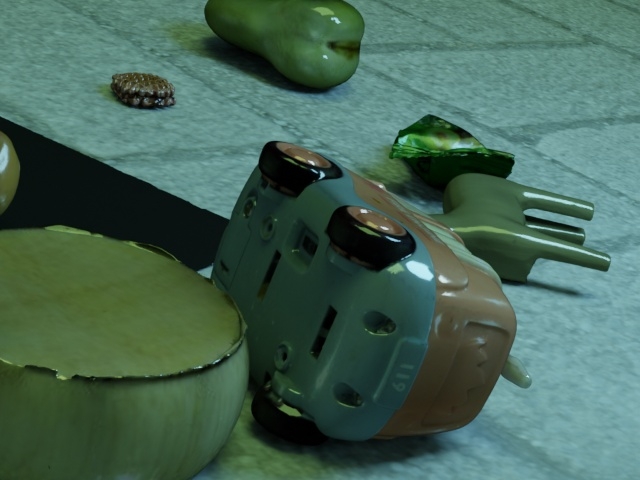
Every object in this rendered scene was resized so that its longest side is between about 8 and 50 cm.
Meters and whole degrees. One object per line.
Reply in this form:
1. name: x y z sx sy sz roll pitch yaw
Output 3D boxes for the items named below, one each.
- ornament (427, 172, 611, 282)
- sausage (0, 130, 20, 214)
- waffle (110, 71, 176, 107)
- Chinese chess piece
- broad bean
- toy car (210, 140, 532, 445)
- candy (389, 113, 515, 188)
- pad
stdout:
1. ornament: 0.174 -0.007 1.631 0.245 0.061 0.230 13 23 -5
2. sausage: -0.371 -0.081 1.408 0.241 0.120 0.136 25 68 33
3. waffle: -0.212 -0.181 1.885 0.075 0.029 0.083 4 21 -25
4. Chinese chess piece: -0.178 0.082 1.135 0.257 0.104 0.257 11 21 -4
5. broad bean: -0.044 -0.291 2.139 0.189 0.121 0.263 -3 24 -44
6. toy car: 0.039 0.049 1.273 0.212 0.180 0.270 12 19 -34
7. candy: 0.150 -0.097 1.830 0.141 0.078 0.203 27 11 4
8. pad: -0.258 -0.042 1.537 0.368 0.007 0.248 24 23 24
